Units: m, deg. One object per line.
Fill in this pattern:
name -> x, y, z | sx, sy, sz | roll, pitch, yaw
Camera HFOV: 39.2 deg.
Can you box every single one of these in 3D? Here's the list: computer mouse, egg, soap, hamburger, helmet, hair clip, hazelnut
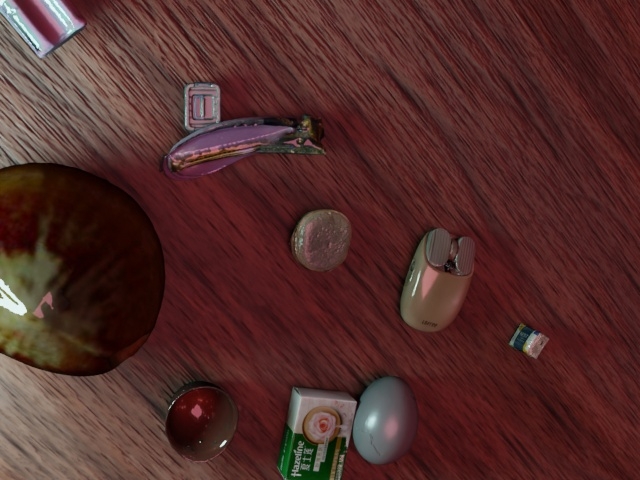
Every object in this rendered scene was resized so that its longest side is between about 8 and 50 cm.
computer mouse -> 0.265, 0.093, 2.027 | 0.145, 0.082, 0.236 | 19, 94, -18
egg -> 0.145, 0.400, 2.005 | 0.146, 0.146, 0.199 | 14, 81, -19
soap -> -0.568, -0.486, 1.616 | 0.109, 0.193, 0.324 | -42, 107, -9
hamburger -> 0.000, 0.000, 1.940 | 0.133, 0.062, 0.140 | 6, 95, -22
helmet -> -0.255, 0.368, 1.896 | 0.155, 0.106, 0.175 | -14, 108, -12
hair clip -> -0.154, -0.196, 1.842 | 0.358, 0.110, 0.096 | -9, 85, -13
hazelnut -> -0.483, 0.046, 1.651 | 0.429, 0.402, 0.402 | 40, 86, -14

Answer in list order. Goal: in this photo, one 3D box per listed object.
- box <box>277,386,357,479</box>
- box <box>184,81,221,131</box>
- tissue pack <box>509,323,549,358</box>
box -> -0.009, 0.432, 1.999 | 0.135, 0.081, 0.199 | 8, 94, -18
box -> -0.242, -0.270, 1.824 | 0.074, 0.054, 0.099 | -2, 99, -19
tissue pack -> 0.490, 0.237, 2.119 | 0.042, 0.083, 0.062 | 32, 89, -21
